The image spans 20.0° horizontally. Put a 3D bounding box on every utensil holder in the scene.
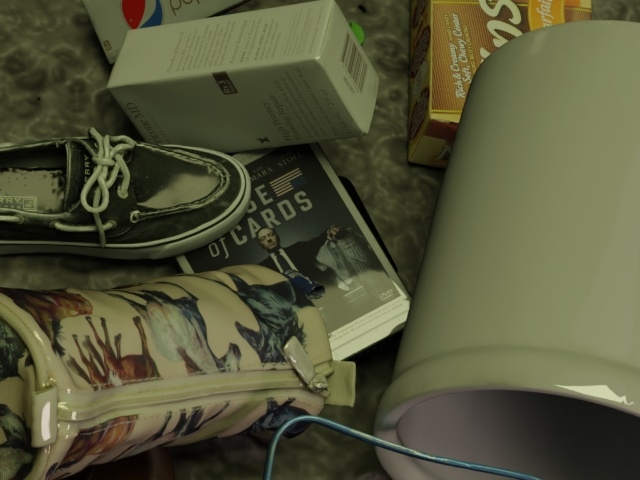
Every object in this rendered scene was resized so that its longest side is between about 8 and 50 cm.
[{"bbox_3d":[0.241,0.043,1.629,0.327,0.328,0.386,18,60,-5],"label":"utensil holder"}]

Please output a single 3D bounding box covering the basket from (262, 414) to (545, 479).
[{"bbox_3d":[0.055,0.309,1.485,0.254,0.201,0.289,15,75,-6],"label":"basket"}]

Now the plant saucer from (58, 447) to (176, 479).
[{"bbox_3d":[-0.221,0.204,1.584,0.198,0.036,0.199,7,57,-11],"label":"plant saucer"}]

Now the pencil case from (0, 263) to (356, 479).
[{"bbox_3d":[-0.148,0.107,1.471,0.410,0.183,0.160,-4,93,-57],"label":"pencil case"}]

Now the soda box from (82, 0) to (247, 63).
[{"bbox_3d":[-0.130,-0.246,1.771,0.069,0.216,0.074,-30,98,-51],"label":"soda box"}]

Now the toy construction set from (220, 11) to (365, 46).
[{"bbox_3d":[-0.053,-0.319,1.833,0.257,0.237,0.309,-20,67,-26],"label":"toy construction set"}]

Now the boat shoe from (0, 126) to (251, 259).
[{"bbox_3d":[-0.214,-0.052,1.676,0.306,0.105,0.113,1,66,-7],"label":"boat shoe"}]

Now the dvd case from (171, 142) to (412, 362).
[{"bbox_3d":[-0.037,0.021,1.724,0.179,0.029,0.239,-27,70,-9],"label":"dvd case"}]

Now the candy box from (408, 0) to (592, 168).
[{"bbox_3d":[0.192,-0.217,1.932,0.182,0.087,0.316,10,58,-11],"label":"candy box"}]

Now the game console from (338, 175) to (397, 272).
[{"bbox_3d":[0.000,0.000,1.789,0.107,0.071,0.122,-29,67,3],"label":"game console"}]

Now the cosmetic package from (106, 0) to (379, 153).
[{"bbox_3d":[-0.073,-0.150,1.727,0.231,0.117,0.085,-7,49,26],"label":"cosmetic package"}]
